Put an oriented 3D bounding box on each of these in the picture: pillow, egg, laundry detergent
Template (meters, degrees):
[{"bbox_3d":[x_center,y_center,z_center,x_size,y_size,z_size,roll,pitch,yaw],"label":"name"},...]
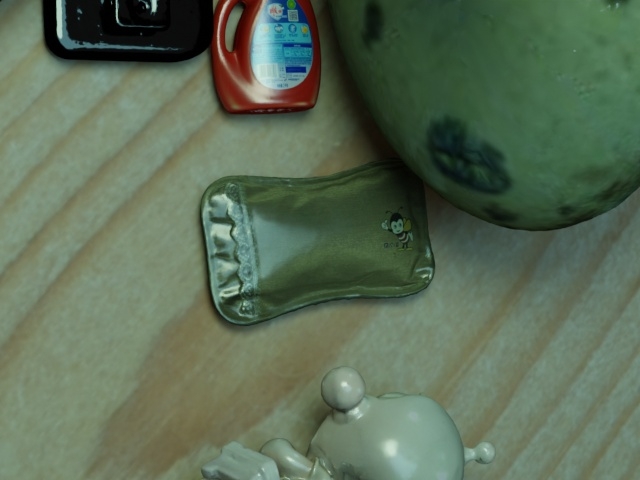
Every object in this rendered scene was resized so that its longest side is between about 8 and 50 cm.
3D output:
[{"bbox_3d":[0.000,0.000,1.614,0.217,0.033,0.130,-7,90,-25],"label":"pillow"},{"bbox_3d":[0.172,-0.220,1.535,0.345,0.345,0.428,-2,97,-25],"label":"egg"},{"bbox_3d":[-0.049,-0.192,1.593,0.097,0.049,0.165,-3,87,-22],"label":"laundry detergent"}]

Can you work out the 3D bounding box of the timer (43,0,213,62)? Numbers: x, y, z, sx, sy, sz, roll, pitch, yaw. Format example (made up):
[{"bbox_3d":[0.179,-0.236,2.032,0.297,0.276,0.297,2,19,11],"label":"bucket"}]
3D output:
[{"bbox_3d":[-0.157,-0.243,1.539,0.144,0.055,0.187,-1,89,-26],"label":"timer"}]

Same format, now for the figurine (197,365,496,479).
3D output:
[{"bbox_3d":[0.024,0.198,1.561,0.256,0.144,0.182,-23,95,-27],"label":"figurine"}]
